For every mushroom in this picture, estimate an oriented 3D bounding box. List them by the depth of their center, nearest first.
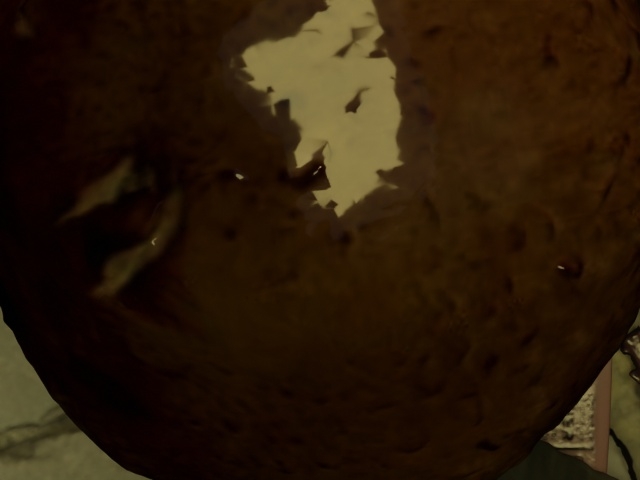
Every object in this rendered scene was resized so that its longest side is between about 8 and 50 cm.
[{"bbox_3d":[-0.008,-0.032,0.789,0.334,0.356,0.331,-12,83,9],"label":"mushroom"}]

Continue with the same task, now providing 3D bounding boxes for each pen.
[{"bbox_3d":[0.145,0.084,0.989,0.053,0.032,0.197,-1,92,2],"label":"pen"}]

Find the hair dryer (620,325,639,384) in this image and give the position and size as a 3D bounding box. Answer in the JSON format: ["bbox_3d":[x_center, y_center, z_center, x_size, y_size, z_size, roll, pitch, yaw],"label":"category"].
[{"bbox_3d":[0.223,0.117,0.982,0.106,0.054,0.154,-35,85,-3],"label":"hair dryer"}]

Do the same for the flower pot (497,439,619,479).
[{"bbox_3d":[0.079,0.216,0.899,0.239,0.189,0.209,-35,88,9],"label":"flower pot"}]
